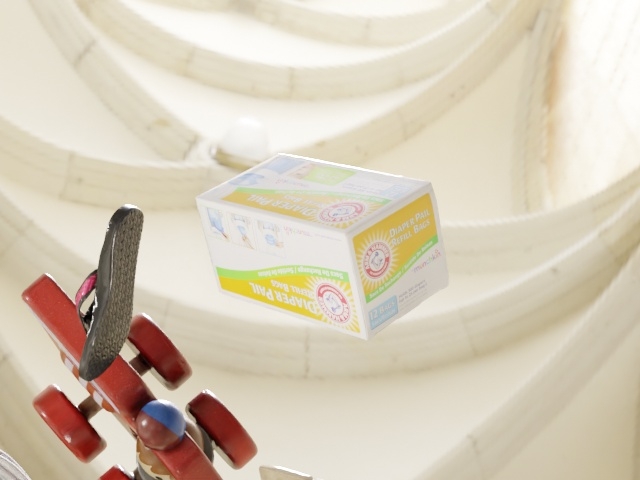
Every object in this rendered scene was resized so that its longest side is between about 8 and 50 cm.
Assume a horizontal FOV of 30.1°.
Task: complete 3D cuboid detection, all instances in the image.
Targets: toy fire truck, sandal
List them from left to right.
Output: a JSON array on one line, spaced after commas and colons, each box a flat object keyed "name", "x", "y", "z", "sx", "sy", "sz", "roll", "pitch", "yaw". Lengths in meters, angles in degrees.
[{"name": "sandal", "x": -0.210, "y": 0.049, "z": 1.159, "sx": 0.040, "sy": 0.179, "sz": 0.067, "roll": 16, "pitch": -168, "yaw": 18}, {"name": "toy fire truck", "x": -0.203, "y": 0.188, "z": 1.303, "sx": 0.169, "sy": 0.254, "sz": 0.302, "roll": -39, "pitch": -109, "yaw": -13}]

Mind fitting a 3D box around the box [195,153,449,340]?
[{"name": "box", "x": 0.000, "y": 0.000, "z": 1.074, "sx": 0.203, "sy": 0.103, "sz": 0.114, "roll": 14, "pitch": -145, "yaw": 44}]

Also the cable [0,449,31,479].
[{"name": "cable", "x": -0.446, "y": 0.359, "z": 1.391, "sx": 0.257, "sy": 0.089, "sz": 0.257, "roll": 36, "pitch": -110, "yaw": -4}]

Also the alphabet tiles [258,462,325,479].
[{"name": "alphabet tiles", "x": 0.059, "y": 0.314, "z": 0.877, "sx": 0.342, "sy": 0.285, "sz": 0.011, "roll": 5, "pitch": -158, "yaw": 46}]
